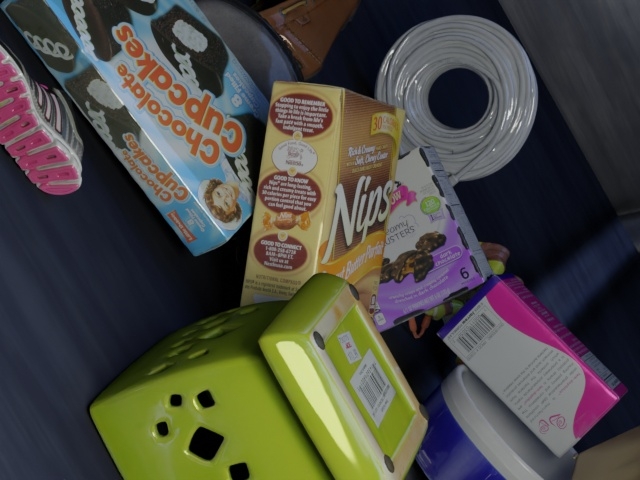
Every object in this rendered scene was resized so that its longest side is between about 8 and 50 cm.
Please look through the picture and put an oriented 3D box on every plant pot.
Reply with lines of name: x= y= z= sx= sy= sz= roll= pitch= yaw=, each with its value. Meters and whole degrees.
plant pot: x=-0.036 y=0.168 z=1.360 sx=0.227 sy=0.207 sz=0.228 roll=60 pitch=20 yaw=-6

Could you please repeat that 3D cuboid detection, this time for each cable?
cable: x=0.212 y=-0.219 z=2.327 sx=0.257 sy=0.257 sz=0.089 roll=65 pitch=16 yaw=6

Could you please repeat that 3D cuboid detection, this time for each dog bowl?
dog bowl: x=0.234 y=0.283 z=1.882 sx=0.265 sy=0.104 sz=0.265 roll=40 pitch=14 yaw=-12

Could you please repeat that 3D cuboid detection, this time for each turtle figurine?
turtle figurine: x=0.226 y=0.108 z=2.132 sx=0.269 sy=0.087 sz=0.217 roll=46 pitch=46 yaw=-29

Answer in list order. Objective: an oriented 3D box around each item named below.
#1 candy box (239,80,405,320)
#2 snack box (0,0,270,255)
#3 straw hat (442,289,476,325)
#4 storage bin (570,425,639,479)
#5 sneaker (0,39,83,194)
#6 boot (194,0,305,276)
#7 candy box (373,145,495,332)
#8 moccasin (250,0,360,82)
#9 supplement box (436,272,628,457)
candy box: x=0.000 y=0.000 z=1.598 sx=0.183 sy=0.087 sz=0.316 roll=6 pitch=93 yaw=-67
snack box: x=-0.165 y=-0.163 z=1.551 sx=0.322 sy=0.060 sz=0.187 roll=53 pitch=41 yaw=-14
straw hat: x=0.233 y=0.110 z=2.261 sx=0.144 sy=0.061 sz=0.144 roll=50 pitch=24 yaw=-32
storage bin: x=0.382 y=0.368 z=1.684 sx=0.260 sy=0.123 sz=0.262 roll=60 pitch=20 yaw=-5
sneaker: x=-0.268 y=-0.123 z=1.363 sx=0.170 sy=0.063 sz=0.075 roll=57 pitch=22 yaw=-30
boot: x=-0.090 y=-0.122 z=1.723 sx=0.338 sy=0.118 sz=0.223 roll=53 pitch=32 yaw=-5
candy box: x=0.109 y=-0.002 z=1.958 sx=0.196 sy=0.165 sz=0.070 roll=65 pitch=19 yaw=6
moccasin: x=-0.038 y=-0.344 z=2.085 sx=0.147 sy=0.139 sz=0.380 roll=64 pitch=28 yaw=-23
supplement box: x=0.273 y=0.156 z=1.919 sx=0.220 sy=0.111 sz=0.114 roll=46 pitch=13 yaw=13
